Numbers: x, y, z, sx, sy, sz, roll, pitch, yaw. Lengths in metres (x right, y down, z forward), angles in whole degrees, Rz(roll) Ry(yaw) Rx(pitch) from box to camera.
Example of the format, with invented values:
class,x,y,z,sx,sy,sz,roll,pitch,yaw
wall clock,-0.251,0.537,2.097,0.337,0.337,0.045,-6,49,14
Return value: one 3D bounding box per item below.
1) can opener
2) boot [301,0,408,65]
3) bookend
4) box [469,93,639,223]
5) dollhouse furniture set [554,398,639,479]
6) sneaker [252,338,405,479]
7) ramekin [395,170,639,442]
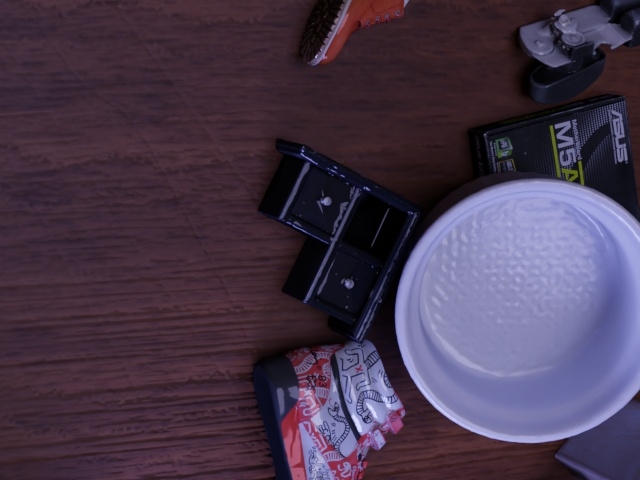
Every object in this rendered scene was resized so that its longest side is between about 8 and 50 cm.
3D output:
class,x,y,z,sx,sy,sz,roll,pitch,yaw
can opener,0.340,-0.237,1.674,0.280,0.074,0.093,-22,141,-18
boot,0.044,-0.234,1.541,0.084,0.059,0.158,35,82,-29
bookend,0.000,0.000,1.548,0.157,0.072,0.156,27,87,-25
box,0.264,-0.051,1.673,0.184,0.045,0.191,-14,104,-19
dollhouse furniture set,0.440,0.350,1.744,0.303,0.174,0.355,-48,113,-10
sneaker,0.025,0.237,1.587,0.145,0.090,0.270,-14,101,-19
ramekin,0.211,0.058,1.575,0.277,0.135,0.277,0,103,-1
